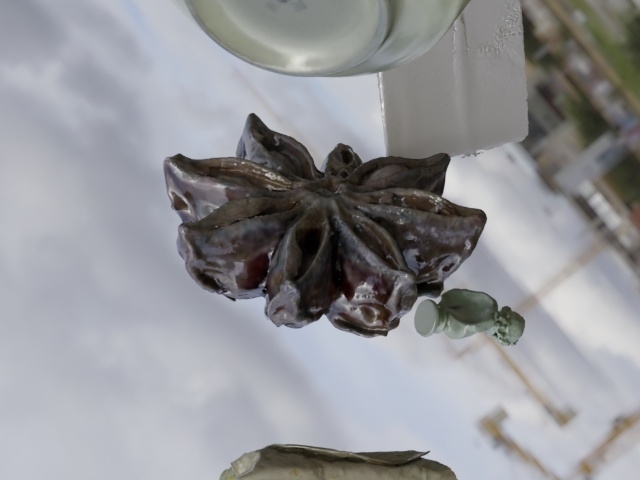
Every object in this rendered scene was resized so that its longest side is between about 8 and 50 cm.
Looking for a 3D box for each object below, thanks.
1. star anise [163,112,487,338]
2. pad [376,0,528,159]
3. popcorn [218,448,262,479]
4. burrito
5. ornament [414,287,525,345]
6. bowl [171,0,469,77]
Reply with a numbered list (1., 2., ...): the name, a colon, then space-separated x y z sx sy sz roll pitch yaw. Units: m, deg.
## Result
1. star anise: 0.001 -0.001 1.412 0.223 0.109 0.236 21 -146 29
2. pad: 0.101 -0.176 1.499 0.004 0.156 0.232 12 111 51
3. popcorn: -0.072 0.332 1.992 0.225 0.249 0.249 38 -174 19
4. burrito: 0.017 0.233 1.881 0.226 0.060 0.087 3 180 -16
5. ornament: 0.121 0.061 1.519 0.092 0.041 0.068 14 -167 -5
6. bowl: -0.006 -0.183 1.121 0.238 0.237 0.126 44 -136 -29
